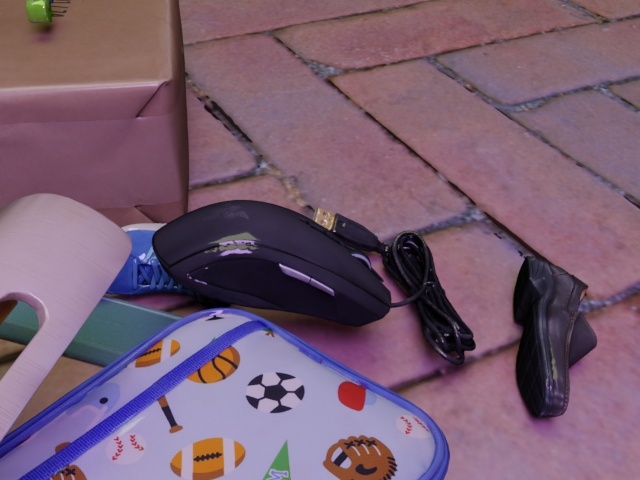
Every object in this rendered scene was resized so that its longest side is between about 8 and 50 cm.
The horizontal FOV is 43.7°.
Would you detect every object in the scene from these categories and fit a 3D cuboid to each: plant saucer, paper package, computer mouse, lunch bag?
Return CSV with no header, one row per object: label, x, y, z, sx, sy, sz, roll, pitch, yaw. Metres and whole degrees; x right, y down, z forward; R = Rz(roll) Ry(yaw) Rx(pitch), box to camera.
plant saucer,-0.172,0.071,0.646,0.192,0.018,0.067,14,39,11
paper package,-0.291,-0.150,0.801,0.310,0.168,0.325,-5,39,-9
computer mouse,0.000,0.000,0.642,0.262,0.060,0.184,17,24,-17
lunch bag,-0.091,0.169,0.452,0.243,0.115,0.303,28,43,31

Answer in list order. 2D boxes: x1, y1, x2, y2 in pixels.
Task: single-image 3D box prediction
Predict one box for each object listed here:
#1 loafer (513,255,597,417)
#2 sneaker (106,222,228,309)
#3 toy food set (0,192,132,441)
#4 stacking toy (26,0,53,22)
loafer,0.192,0.074,0.639,0.061,0.062,0.170,13,40,4
sneaker,-0.118,0.025,0.669,0.152,0.058,0.084,-9,32,-36
toy food set,-0.250,0.108,0.426,0.306,0.092,0.219,-24,26,30
stacking toy,-0.328,-0.251,0.760,0.167,0.052,0.221,-5,40,-6
